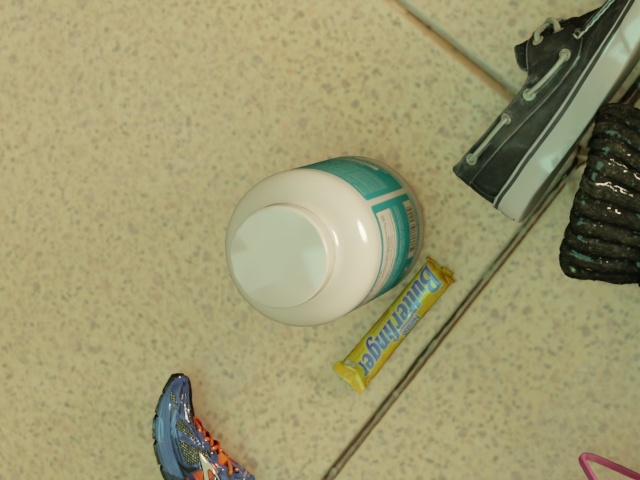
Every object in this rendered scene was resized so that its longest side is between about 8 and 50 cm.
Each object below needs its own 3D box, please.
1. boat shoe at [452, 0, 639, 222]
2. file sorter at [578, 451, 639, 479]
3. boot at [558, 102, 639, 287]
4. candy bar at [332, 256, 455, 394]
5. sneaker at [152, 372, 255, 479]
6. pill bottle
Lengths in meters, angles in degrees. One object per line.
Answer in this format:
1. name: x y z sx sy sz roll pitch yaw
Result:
1. boat shoe: 0.231 -0.163 1.795 0.102 0.108 0.301 36 112 8
2. file sorter: 0.269 0.376 1.781 0.202 0.182 0.290 25 104 -14
3. boot: 0.342 0.059 1.749 0.260 0.131 0.348 8 94 3
4. candy bar: 0.075 0.083 1.911 0.040 0.018 0.161 42 107 8
5. sneaker: -0.113 0.239 1.963 0.087 0.083 0.221 -15 97 4
6. pill bottle: 0.000 0.000 1.794 0.146 0.264 0.146 2 96 17
